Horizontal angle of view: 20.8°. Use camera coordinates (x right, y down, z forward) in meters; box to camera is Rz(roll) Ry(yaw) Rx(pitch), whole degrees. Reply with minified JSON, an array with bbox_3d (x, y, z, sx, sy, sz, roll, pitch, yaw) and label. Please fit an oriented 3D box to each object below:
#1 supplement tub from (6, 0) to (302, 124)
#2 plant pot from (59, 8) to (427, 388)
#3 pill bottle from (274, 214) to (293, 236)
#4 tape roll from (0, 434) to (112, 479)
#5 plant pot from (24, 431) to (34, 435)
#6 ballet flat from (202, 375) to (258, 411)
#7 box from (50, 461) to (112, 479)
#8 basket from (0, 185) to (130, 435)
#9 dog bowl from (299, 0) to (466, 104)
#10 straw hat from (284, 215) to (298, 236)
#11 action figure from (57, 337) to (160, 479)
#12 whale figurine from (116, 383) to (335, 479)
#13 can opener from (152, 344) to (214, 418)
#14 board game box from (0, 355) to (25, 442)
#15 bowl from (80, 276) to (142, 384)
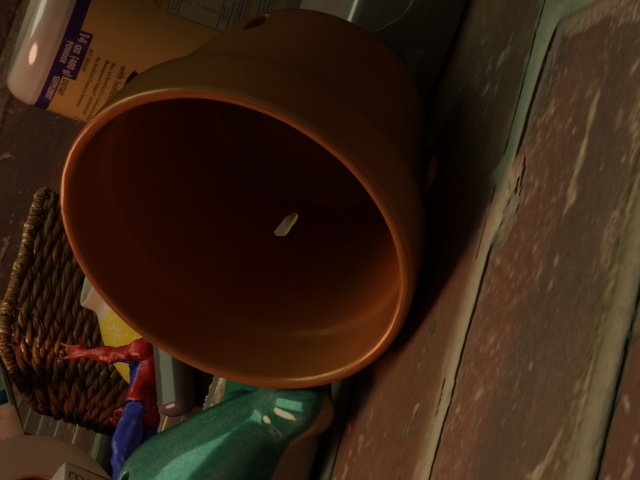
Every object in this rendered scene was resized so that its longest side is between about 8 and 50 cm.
[{"bbox_3d":[-0.151,-0.215,1.897,0.241,0.331,0.241,-161,90,-77],"label":"supplement tub"},{"bbox_3d":[-0.038,-0.054,1.410,0.291,0.291,0.203,-58,3,43],"label":"plant pot"},{"bbox_3d":[-0.105,0.021,1.744,0.272,0.152,0.152,117,170,-81],"label":"pill bottle"},{"bbox_3d":[-0.364,0.359,2.197,0.072,0.219,0.219,138,148,-61],"label":"tape roll"},{"bbox_3d":[-0.470,0.463,2.381,0.323,0.323,0.280,-87,5,-49],"label":"plant pot"},{"bbox_3d":[-0.080,0.191,1.650,0.241,0.091,0.077,-67,-17,1],"label":"ballet flat"},{"bbox_3d":[-0.309,0.430,1.990,0.262,0.127,0.231,-56,20,19],"label":"box"},{"bbox_3d":[-0.363,0.109,2.526,0.213,0.223,0.299,125,158,-48],"label":"basket"},{"bbox_3d":[0.043,-0.216,1.627,0.349,0.102,0.348,-161,90,-76],"label":"dog bowl"},{"bbox_3d":[0.000,0.000,1.591,0.144,0.061,0.144,-162,90,-77],"label":"straw hat"},{"bbox_3d":[-0.230,0.208,1.942,0.139,0.091,0.280,-7,61,34],"label":"action figure"},{"bbox_3d":[-0.086,0.195,1.492,0.272,0.141,0.216,-57,20,31],"label":"whale figurine"},{"bbox_3d":[-0.140,0.052,1.926,0.095,0.076,0.283,-19,68,35],"label":"can opener"},{"bbox_3d":[-0.510,0.235,2.355,0.305,0.193,0.053,-143,35,-73],"label":"board game box"},{"bbox_3d":[-0.199,0.050,2.106,0.289,0.156,0.289,-161,90,-76],"label":"bowl"}]
